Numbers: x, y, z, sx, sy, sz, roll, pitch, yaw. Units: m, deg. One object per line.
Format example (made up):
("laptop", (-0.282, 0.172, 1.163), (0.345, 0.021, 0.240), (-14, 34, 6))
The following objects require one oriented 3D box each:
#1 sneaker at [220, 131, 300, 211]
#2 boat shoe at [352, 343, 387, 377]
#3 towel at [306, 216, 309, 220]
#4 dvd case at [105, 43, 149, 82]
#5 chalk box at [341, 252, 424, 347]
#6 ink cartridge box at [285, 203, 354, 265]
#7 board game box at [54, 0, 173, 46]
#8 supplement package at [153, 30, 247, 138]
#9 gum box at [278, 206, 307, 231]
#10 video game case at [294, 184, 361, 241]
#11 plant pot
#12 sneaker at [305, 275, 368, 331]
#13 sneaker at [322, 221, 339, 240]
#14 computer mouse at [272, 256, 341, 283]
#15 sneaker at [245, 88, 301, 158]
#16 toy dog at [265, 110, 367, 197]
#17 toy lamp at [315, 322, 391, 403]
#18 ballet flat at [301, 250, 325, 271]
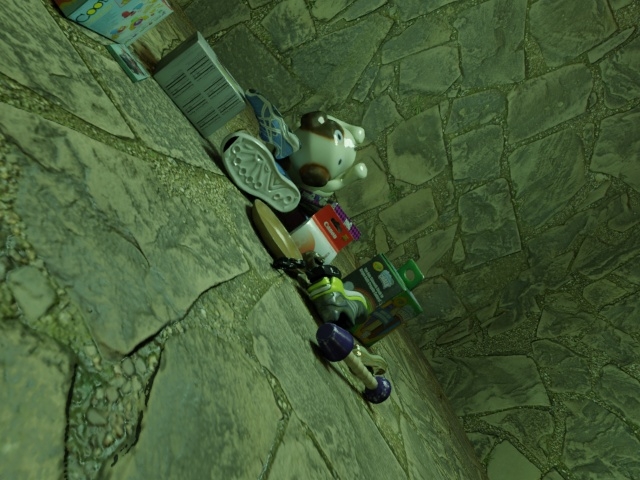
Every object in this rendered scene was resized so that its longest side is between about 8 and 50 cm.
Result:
("sneaker", (-0.205, -0.227, 1.446), (0.323, 0.130, 0.236), (42, 4, -45))
("boat shoe", (0.124, 0.339, 1.325), (0.190, 0.068, 0.072), (35, 32, -45))
("towel", (-0.081, -0.133, 2.172), (0.243, 0.040, 0.336), (54, 7, -16))
("dvd case", (-0.415, -0.386, 1.082), (0.087, 0.013, 0.119), (54, 6, -21))
("chalk box", (0.205, 0.179, 1.636), (0.179, 0.289, 0.180), (49, 10, -48))
("ink cartridge box", (0.000, 0.000, 1.496), (0.145, 0.179, 0.045), (54, -4, -17))
("board game box", (-0.433, -0.515, 1.001), (0.142, 0.144, 0.275), (55, 6, -9))
("supplement package", (-0.321, -0.424, 1.350), (0.203, 0.149, 0.194), (51, 8, -32))
("gum box", (-0.108, -0.118, 1.794), (0.107, 0.062, 0.188), (54, 7, -21))
("video game case", (0.010, -0.092, 1.667), (0.210, 0.042, 0.232), (25, -11, 33))
("plant pot", (-0.115, -0.004, 1.332), (0.236, 0.032, 0.236), (54, 7, -10))
("sneaker", (0.054, 0.198, 1.356), (0.300, 0.111, 0.121), (35, 36, -57))
("sneaker", (0.012, 0.019, 1.644), (0.105, 0.147, 0.296), (57, 5, 19))
("computer mouse", (-0.030, 0.069, 1.257), (0.242, 0.071, 0.041), (24, 49, -49))
("sneaker", (-0.139, -0.314, 1.354), (0.211, 0.081, 0.080), (52, 1, -19))
("toy dog", (-0.029, -0.303, 1.660), (0.395, 0.285, 0.408), (9, 2, -18))
("toy lamp", (0.076, 0.283, 1.145), (0.275, 0.080, 0.080), (53, 7, -34))
("ballet flat", (0.006, 0.105, 1.406), (0.250, 0.058, 0.084), (67, 5, -51))
